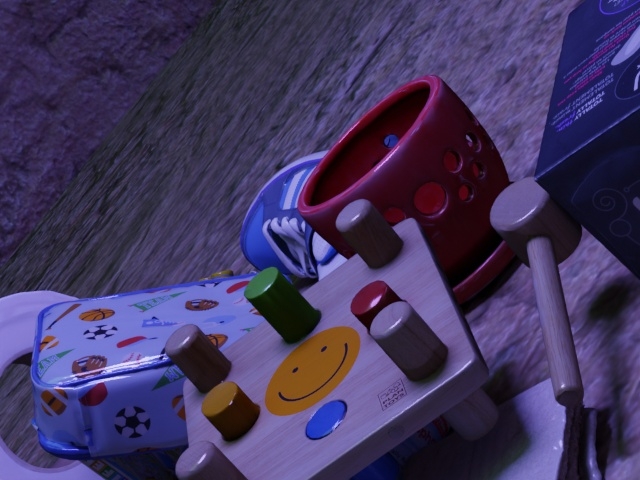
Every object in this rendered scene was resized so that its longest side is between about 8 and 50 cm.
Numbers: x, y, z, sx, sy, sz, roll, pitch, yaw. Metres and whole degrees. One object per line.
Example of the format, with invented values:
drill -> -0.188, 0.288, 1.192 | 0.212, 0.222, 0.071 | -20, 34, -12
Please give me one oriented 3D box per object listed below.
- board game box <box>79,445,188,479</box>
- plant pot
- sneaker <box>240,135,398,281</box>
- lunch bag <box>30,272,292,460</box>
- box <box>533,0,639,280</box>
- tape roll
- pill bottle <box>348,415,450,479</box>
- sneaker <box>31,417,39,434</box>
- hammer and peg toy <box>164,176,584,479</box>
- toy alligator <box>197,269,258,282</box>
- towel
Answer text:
board game box -> -0.225, 0.222, 1.754 | 0.026, 0.154, 0.103 | -42, 16, 32
plant pot -> 0.101, -0.040, 1.536 | 0.191, 0.174, 0.191 | -42, 18, 17
sneaker -> 0.001, 0.000, 1.759 | 0.322, 0.130, 0.236 | -28, 20, 34
lunch bag -> -0.153, 0.125, 1.669 | 0.303, 0.115, 0.243 | -7, 21, -4
box -> 0.297, -0.121, 1.308 | 0.165, 0.143, 0.270 | -37, 20, 35
tape roll -> -0.340, 0.207, 1.850 | 0.100, 0.286, 0.286 | -22, 29, 52
pill bottle -> 0.057, 0.166, 1.325 | 0.087, 0.087, 0.160 | -23, 29, 52
sneaker -> -0.339, 0.232, 2.167 | 0.144, 0.059, 0.053 | -42, 15, 12
hammer and peg toy -> 0.043, 0.080, 1.229 | 0.361, 0.127, 0.266 | -36, 25, 10
toy alligator -> -0.108, 0.065, 2.017 | 0.051, 0.056, 0.189 | -9, -7, -35
towel -> 0.113, 0.227, 1.128 | 0.187, 0.049, 0.282 | -35, 21, 36
